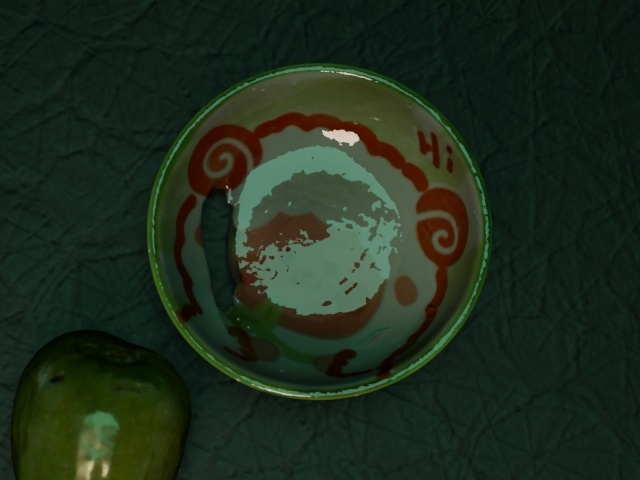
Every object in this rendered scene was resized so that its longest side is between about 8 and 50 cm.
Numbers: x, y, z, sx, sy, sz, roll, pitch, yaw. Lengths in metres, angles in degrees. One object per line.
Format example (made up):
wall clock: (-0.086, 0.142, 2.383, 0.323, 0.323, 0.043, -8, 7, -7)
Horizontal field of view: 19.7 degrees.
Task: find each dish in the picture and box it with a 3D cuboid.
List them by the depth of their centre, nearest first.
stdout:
dish: (0.000, 0.000, 1.781, 0.324, 0.124, 0.324, 0, 79, 2)

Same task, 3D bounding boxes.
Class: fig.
fig: (-0.212, 0.198, 1.709, 0.167, 0.167, 0.233, 15, 72, -2)
